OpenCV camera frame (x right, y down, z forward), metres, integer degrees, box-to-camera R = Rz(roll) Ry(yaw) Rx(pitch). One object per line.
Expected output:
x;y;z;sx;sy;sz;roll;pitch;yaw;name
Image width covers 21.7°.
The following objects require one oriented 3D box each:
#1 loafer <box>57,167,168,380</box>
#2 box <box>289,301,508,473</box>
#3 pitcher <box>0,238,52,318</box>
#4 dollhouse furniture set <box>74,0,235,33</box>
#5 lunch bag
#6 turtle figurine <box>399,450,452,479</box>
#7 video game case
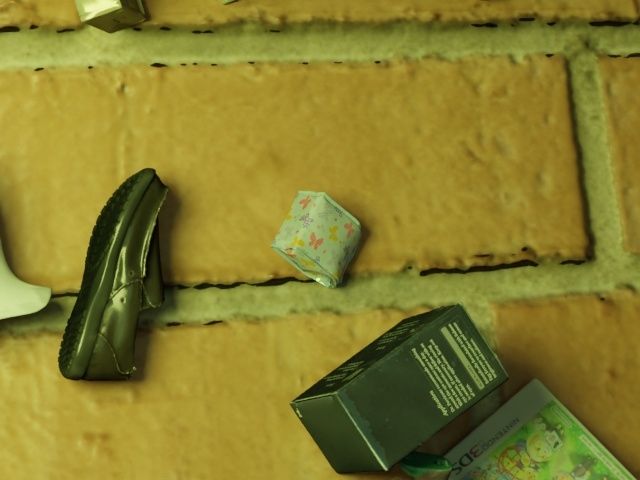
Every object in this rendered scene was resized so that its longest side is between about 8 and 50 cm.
-0.188;0.038;1.623;0.078;0.080;0.220;22;80;-22;loafer
0.074;0.147;1.634;0.158;0.156;0.093;-34;92;-19;box
-0.375;0.009;1.548;0.177;0.125;0.207;-33;103;-12;pitcher
-0.132;-0.322;1.629;0.242;0.212;0.161;-18;87;8;dollhouse furniture set
0.000;0.000;1.691;0.083;0.053;0.071;37;70;-34;lunch bag
0.089;0.333;1.622;0.118;0.175;0.234;-5;118;-42;turtle figurine
0.222;0.273;1.687;0.193;0.023;0.212;-38;72;-19;video game case
